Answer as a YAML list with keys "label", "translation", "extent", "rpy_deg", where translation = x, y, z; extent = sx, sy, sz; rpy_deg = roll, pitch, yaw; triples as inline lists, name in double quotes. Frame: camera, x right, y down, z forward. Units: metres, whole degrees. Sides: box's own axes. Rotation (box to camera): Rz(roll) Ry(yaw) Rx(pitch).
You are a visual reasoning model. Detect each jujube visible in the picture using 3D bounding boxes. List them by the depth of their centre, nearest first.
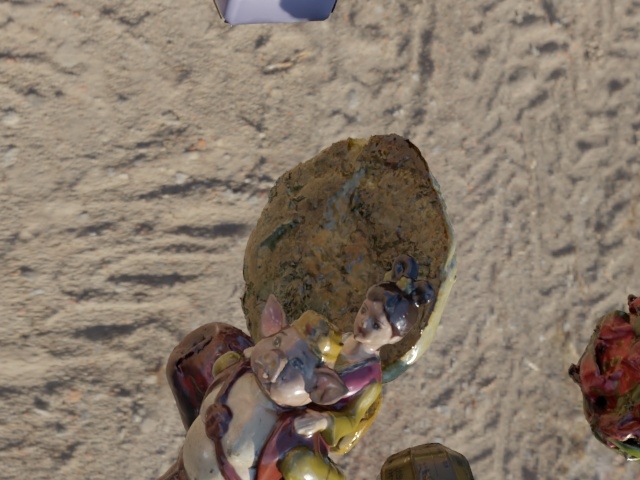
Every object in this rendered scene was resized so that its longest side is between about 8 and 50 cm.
- label: "jujube"
  translation: [-0.109, 0.257, 1.247]
  extent: [0.197, 0.197, 0.290]
  rpy_deg: [-49, 114, -34]

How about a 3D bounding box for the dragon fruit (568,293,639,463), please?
- label: "dragon fruit"
  translation: [0.502, 0.201, 1.185]
  extent: [0.303, 0.231, 0.237]
  rpy_deg: [-39, 94, -25]

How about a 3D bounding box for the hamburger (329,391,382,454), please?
- label: "hamburger"
  translation: [0.046, 0.300, 1.418]
  extent: [0.083, 0.147, 0.138]
  rpy_deg: [34, 95, -1]

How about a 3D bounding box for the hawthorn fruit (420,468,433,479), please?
- label: "hawthorn fruit"
  translation: [0.185, 0.415, 0.975]
  extent: [0.276, 0.276, 0.307]
  rpy_deg: [24, 28, -38]

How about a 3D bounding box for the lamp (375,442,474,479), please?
- label: "lamp"
  translation: [0.167, 0.415, 1.241]
  extent: [0.161, 0.161, 0.185]
  rpy_deg: [22, 45, -39]

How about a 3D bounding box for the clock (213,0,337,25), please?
- label: "clock"
  translation: [-0.079, -0.419, 1.284]
  extent: [0.193, 0.073, 0.144]
  rpy_deg: [-11, 64, -27]

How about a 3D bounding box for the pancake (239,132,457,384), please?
- label: "pancake"
  translation: [0.023, 0.029, 1.028]
  extent: [0.065, 0.356, 0.356]
  rpy_deg: [28, 67, -48]

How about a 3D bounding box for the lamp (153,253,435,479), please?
- label: "lamp"
  translation: [-0.025, 0.115, 0.530]
  extent: [0.118, 0.118, 0.253]
  rpy_deg: [18, 117, -39]
